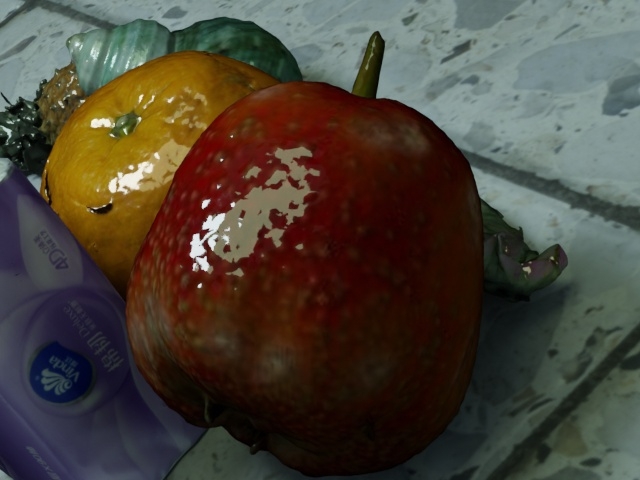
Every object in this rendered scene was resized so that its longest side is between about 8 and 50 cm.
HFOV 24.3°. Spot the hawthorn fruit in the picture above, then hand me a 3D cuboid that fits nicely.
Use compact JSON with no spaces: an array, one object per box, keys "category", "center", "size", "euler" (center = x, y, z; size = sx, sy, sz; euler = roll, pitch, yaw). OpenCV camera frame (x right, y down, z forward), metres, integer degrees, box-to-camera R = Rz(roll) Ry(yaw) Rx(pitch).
[{"category":"hawthorn fruit","center":[0.000,0.000,1.191],"size":[0.284,0.284,0.369],"euler":[2,75,39]}]

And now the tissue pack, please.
[{"category":"tissue pack","center":[-0.285,0.072,1.306],"size":[0.242,0.338,0.160],"euler":[14,56,47]}]

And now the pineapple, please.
[{"category":"pineapple","center":[-0.324,-0.147,1.796],"size":[0.248,0.128,0.128],"euler":[-12,39,32]}]

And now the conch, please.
[{"category":"conch","center":[-0.150,-0.167,1.643],"size":[0.220,0.277,0.195],"euler":[-62,-4,-76]}]

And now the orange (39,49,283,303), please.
[{"category":"orange","center":[-0.128,-0.046,1.425],"size":[0.284,0.226,0.284],"euler":[-18,44,18]}]

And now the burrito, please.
[{"category":"burrito","center":[0.108,-0.022,1.346],"size":[0.309,0.096,0.066],"euler":[38,114,54]}]
